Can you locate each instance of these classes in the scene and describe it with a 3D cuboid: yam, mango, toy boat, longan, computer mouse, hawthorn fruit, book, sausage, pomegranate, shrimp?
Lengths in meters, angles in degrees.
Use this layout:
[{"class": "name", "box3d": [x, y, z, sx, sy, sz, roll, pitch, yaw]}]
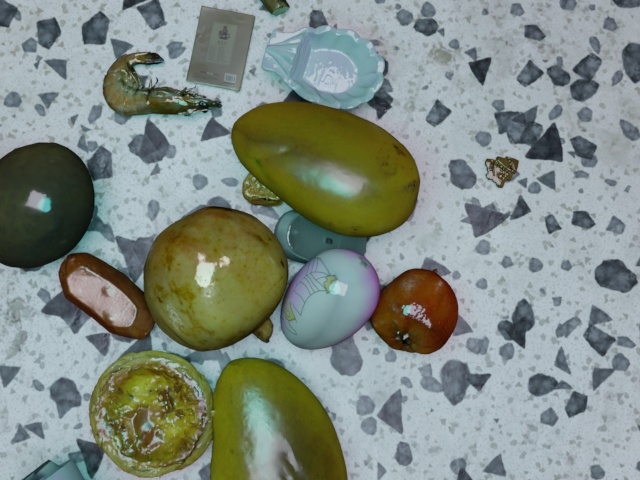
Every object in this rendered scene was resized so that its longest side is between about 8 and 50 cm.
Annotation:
[{"class": "yam", "box3d": [-0.168, -0.665, 1.723, 0.061, 0.061, 0.253, -34, 87, -5]}, {"class": "mango", "box3d": [-0.108, 0.469, 1.521, 0.301, 0.220, 0.445, -22, 82, -13]}, {"class": "toy boat", "box3d": [0.008, -0.414, 1.683, 0.290, 0.100, 0.199, 19, 83, -1]}, {"class": "longan", "box3d": [-0.641, -0.079, 1.558, 0.300, 0.300, 0.243, -43, 128, -6]}, {"class": "computer mouse", "box3d": [0.000, 0.000, 1.654, 0.230, 0.079, 0.128, 17, 83, -17]}, {"class": "hawthorn fruit", "box3d": [0.229, 0.148, 1.607, 0.196, 0.196, 0.225, 32, 59, 1]}, {"class": "book", "box3d": [-0.246, -0.474, 1.720, 0.138, 0.016, 0.199, 11, 84, -1]}, {"class": "sausage", "box3d": [-0.486, 0.125, 1.592, 0.258, 0.133, 0.133, 37, 84, -1]}, {"class": "pomegranate", "box3d": [-0.211, 0.091, 1.521, 0.342, 0.342, 0.343, 0, 84, -2]}, {"class": "shrimp", "box3d": [-0.381, -0.380, 1.689, 0.296, 0.058, 0.169, 3, 82, 2]}, {"class": "mango", "box3d": [0.012, -0.171, 1.573, 0.445, 0.232, 0.300, 23, 45, 2]}]

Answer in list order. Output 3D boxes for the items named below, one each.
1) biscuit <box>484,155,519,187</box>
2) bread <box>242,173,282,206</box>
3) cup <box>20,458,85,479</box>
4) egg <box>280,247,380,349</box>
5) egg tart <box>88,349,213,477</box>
[{"class": "biscuit", "box3d": [0.450, -0.175, 1.717, 0.092, 0.016, 0.082, -24, 85, -3]}, {"class": "bread", "box3d": [-0.134, -0.126, 1.674, 0.110, 0.044, 0.083, 8, 82, 1]}, {"class": "cup", "box3d": [-0.561, 0.673, 1.469, 0.253, 0.253, 0.372, -30, 88, -5]}, {"class": "egg", "box3d": [0.013, 0.135, 1.563, 0.271, 0.196, 0.196, -33, 85, 29]}, {"class": "egg tart", "box3d": [-0.375, 0.387, 1.575, 0.290, 0.115, 0.290, 0, 85, 0]}]
